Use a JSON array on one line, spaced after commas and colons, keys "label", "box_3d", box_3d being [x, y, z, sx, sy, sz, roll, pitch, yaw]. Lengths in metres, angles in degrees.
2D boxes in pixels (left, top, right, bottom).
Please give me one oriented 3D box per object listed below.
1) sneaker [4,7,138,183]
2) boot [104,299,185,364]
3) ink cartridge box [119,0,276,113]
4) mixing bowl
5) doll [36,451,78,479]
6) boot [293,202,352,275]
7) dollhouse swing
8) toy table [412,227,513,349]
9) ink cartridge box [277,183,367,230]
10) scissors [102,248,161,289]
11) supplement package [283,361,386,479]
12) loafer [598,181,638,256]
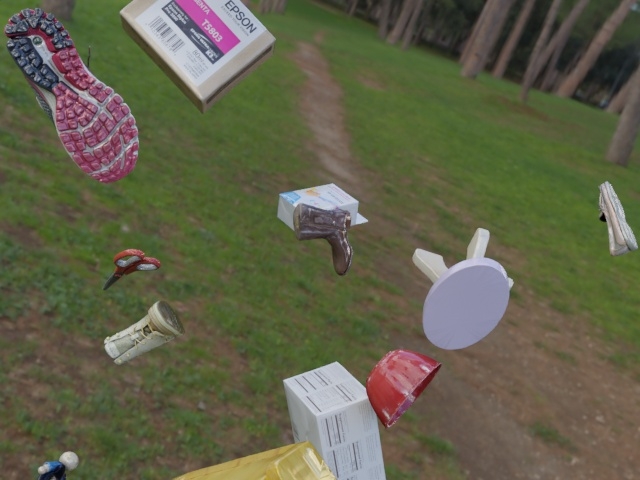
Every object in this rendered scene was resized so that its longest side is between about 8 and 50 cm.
[{"label": "sneaker", "box_3d": [-0.394, -0.233, 1.430, 0.299, 0.120, 0.112, 61, -13, -10]}, {"label": "boot", "box_3d": [-0.381, 0.200, 1.879, 0.213, 0.165, 0.077, 93, -28, -78]}, {"label": "ink cartridge box", "box_3d": [-0.232, -0.393, 1.679, 0.235, 0.193, 0.088, 46, -11, 2]}, {"label": "mixing bowl", "box_3d": [0.160, 0.294, 1.844, 0.098, 0.181, 0.181, 41, 17, 16]}, {"label": "doll", "box_3d": [-0.526, 0.480, 1.681, 0.046, 0.129, 0.189, 18, 45, 12]}, {"label": "boot", "box_3d": [0.000, 0.000, 1.322, 0.037, 0.107, 0.114, -4, -4, 40]}, {"label": "dollhouse swing", "box_3d": [-0.159, 0.550, 1.561, 0.315, 0.346, 0.305, 57, 33, -16]}, {"label": "toy table", "box_3d": [0.338, 0.109, 2.065, 0.252, 0.274, 0.161, 27, 36, -13]}, {"label": "ink cartridge box", "box_3d": [0.009, -0.071, 1.938, 0.181, 0.062, 0.104, -13, 35, -32]}, {"label": "scissors", "box_3d": [-0.517, 0.076, 2.245, 0.109, 0.021, 0.297, 22, -29, -39]}, {"label": "supplement package", "box_3d": [0.034, 0.451, 2.037, 0.145, 0.262, 0.204, -16, 21, -19]}, {"label": "loafer", "box_3d": [0.425, -0.032, 1.293, 0.045, 0.039, 0.125, 37, 34, -42]}]
